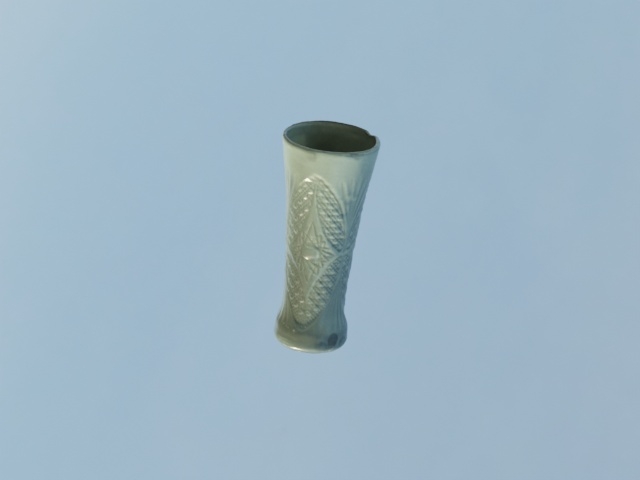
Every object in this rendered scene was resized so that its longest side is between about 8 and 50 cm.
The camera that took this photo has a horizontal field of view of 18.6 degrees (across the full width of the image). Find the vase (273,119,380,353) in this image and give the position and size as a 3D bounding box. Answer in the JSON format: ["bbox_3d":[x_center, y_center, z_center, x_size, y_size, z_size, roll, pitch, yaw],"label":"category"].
[{"bbox_3d":[0.000,0.000,1.928,0.096,0.219,0.096,6,-159,-2],"label":"vase"}]
